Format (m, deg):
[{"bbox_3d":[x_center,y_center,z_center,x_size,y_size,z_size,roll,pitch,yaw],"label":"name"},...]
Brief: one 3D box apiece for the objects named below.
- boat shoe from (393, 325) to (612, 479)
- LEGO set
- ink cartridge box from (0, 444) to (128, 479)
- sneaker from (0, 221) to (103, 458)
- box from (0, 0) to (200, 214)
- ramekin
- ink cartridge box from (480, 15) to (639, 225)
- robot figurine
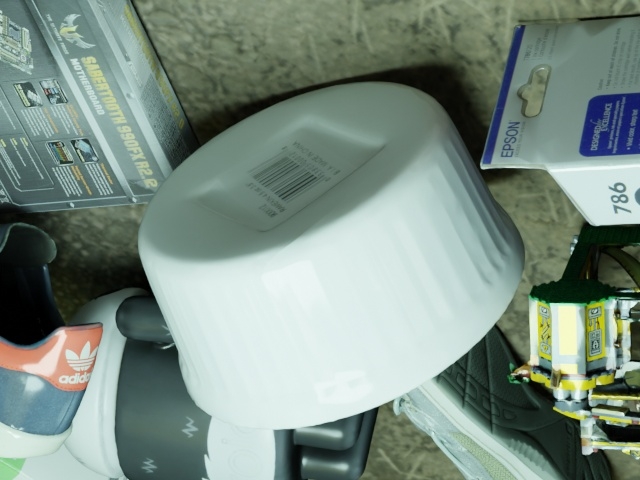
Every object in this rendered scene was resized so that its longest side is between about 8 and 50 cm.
[{"bbox_3d":[0.127,0.151,1.653,0.103,0.118,0.320,-26,127,31],"label":"boat shoe"},{"bbox_3d":[0.305,0.108,1.446,0.331,0.255,0.192,-2,106,5],"label":"LEGO set"},{"bbox_3d":[-0.256,0.261,1.883,0.273,0.115,0.198,35,133,-16],"label":"ink cartridge box"},{"bbox_3d":[-0.307,0.019,1.618,0.350,0.131,0.148,40,113,21],"label":"sneaker"},{"bbox_3d":[-0.218,-0.124,1.533,0.183,0.056,0.231,-5,134,22],"label":"box"},{"bbox_3d":[0.000,0.000,1.441,0.277,0.277,0.135,-10,122,26],"label":"ramekin"},{"bbox_3d":[0.286,-0.089,1.329,0.332,0.165,0.065,-1,134,20],"label":"ink cartridge box"},{"bbox_3d":[-0.092,0.129,1.665,0.278,0.173,0.209,6,107,12],"label":"robot figurine"}]
